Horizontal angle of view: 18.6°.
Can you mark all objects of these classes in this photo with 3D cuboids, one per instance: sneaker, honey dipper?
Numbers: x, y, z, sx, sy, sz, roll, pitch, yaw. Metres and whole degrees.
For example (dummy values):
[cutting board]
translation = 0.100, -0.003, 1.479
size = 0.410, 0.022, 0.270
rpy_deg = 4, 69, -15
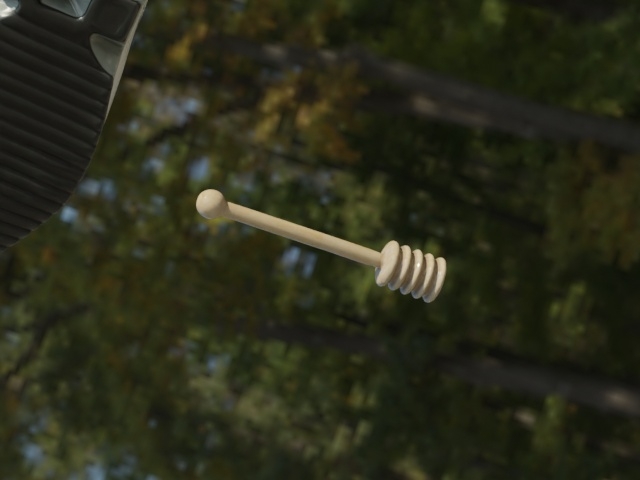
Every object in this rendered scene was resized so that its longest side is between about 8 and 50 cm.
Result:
[sneaker]
translation = -0.175, -0.134, 1.227
size = 0.331, 0.122, 0.146
rpy_deg = -56, 17, 16
[honey dipper]
translation = 0.000, 0.000, 1.193
size = 0.030, 0.160, 0.030
rpy_deg = -161, 90, -74
